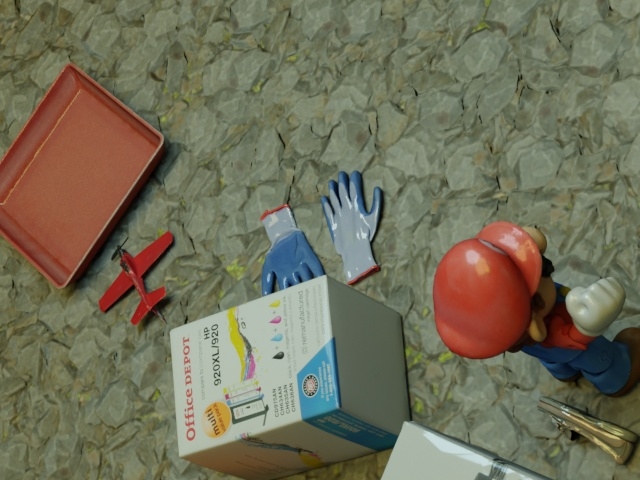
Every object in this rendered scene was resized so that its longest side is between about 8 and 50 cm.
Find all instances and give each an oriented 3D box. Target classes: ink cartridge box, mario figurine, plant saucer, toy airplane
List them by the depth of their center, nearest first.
[{"bbox_3d":[0.233,0.314,1.812,0.307,0.223,0.129,21,86,39],"label":"ink cartridge box"},{"bbox_3d":[0.241,0.056,1.849,0.198,0.320,0.170,-22,60,26],"label":"mario figurine"},{"bbox_3d":[-0.037,0.171,2.098,0.232,0.168,0.171,-20,62,29],"label":"ink cartridge box"},{"bbox_3d":[-0.248,0.058,2.386,0.151,0.028,0.151,-14,65,32],"label":"toy airplane"},{"bbox_3d":[-0.350,-0.089,2.507,0.258,0.047,0.259,38,96,39],"label":"plant saucer"}]

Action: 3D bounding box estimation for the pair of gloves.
[{"bbox_3d":[0.000,0.000,2.237,0.198,0.023,0.159,-28,58,24],"label":"pair of gloves"}]

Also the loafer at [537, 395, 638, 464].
[{"bbox_3d":[0.287,0.208,1.935,0.125,0.045,0.039,21,91,36],"label":"loafer"}]
